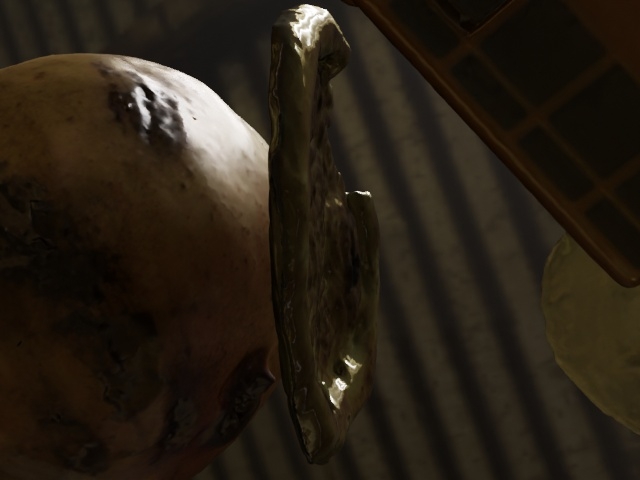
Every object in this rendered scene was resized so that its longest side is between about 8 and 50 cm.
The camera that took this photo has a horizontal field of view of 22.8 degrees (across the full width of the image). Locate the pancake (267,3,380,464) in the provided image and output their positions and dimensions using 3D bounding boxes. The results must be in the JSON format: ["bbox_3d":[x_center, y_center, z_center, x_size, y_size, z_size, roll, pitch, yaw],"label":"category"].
[{"bbox_3d":[0.000,0.000,0.782,0.235,0.029,0.212,76,16,-46],"label":"pancake"}]

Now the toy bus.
[{"bbox_3d":[0.054,-0.097,0.412,0.201,0.098,0.114,46,-59,-10],"label":"toy bus"}]

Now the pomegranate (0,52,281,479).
[{"bbox_3d":[-0.150,0.028,1.040,0.322,0.322,0.322,9,-78,48],"label":"pomegranate"}]

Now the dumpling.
[{"bbox_3d":[0.252,0.043,0.978,0.126,0.216,0.166,15,-68,44],"label":"dumpling"}]
